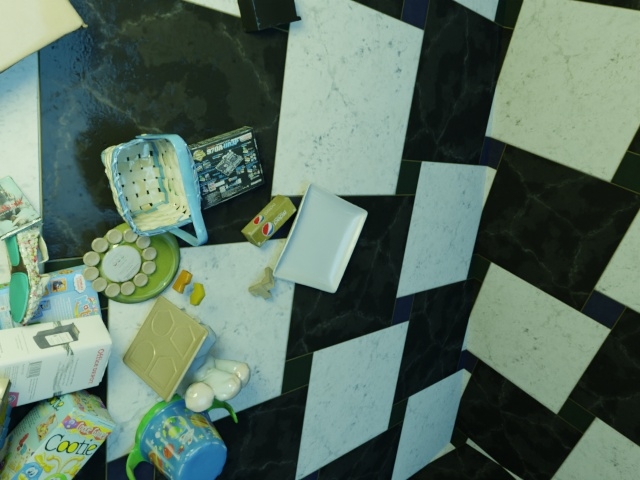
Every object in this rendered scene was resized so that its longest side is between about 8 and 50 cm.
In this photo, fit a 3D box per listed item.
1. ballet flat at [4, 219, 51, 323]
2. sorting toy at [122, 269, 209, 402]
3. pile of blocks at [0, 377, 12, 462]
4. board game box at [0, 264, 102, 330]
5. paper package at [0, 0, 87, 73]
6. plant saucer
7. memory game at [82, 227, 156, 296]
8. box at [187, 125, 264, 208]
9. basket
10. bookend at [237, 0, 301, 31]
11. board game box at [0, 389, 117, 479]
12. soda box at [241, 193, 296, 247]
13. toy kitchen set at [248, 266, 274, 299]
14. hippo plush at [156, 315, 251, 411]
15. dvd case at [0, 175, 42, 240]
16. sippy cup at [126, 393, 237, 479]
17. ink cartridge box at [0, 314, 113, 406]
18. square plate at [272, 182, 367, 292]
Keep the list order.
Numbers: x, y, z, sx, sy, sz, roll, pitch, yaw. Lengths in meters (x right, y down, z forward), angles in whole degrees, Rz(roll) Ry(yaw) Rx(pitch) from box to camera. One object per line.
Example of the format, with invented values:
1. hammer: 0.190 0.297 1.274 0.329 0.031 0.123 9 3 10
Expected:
1. ballet flat: -0.641 0.061 0.992 0.077 0.091 0.240 -8 96 -59
2. sorting toy: -0.396 0.248 1.221 0.307 0.229 0.041 -60 148 -4
3. pile of blocks: -0.733 0.440 0.928 0.113 0.149 0.361 13 95 -19
4. board game box: -0.653 0.158 1.080 0.212 0.039 0.160 -15 116 -38
5. paper package: -0.650 -0.440 0.756 0.309 0.168 0.324 -47 133 -21
6. plant saucer: -0.484 0.065 1.208 0.241 0.037 0.240 -18 118 -38
7. memory game: -0.508 0.057 1.144 0.186 0.012 0.186 -18 117 -40
8. box: -0.276 -0.211 1.287 0.220 0.051 0.175 -30 125 -32
9. basket: -0.375 -0.133 1.051 0.201 0.289 0.254 -25 123 -36
10. bookend: -0.146 -0.666 1.218 0.156 0.072 0.157 -32 125 -32
11. board game box: -0.682 0.521 1.121 0.275 0.144 0.142 -51 134 -15
12. soda box: -0.165 -0.065 1.447 0.181 0.058 0.061 -48 133 -20
13. toy kitchen set: -0.192 0.150 1.528 0.083 0.075 0.068 -25 130 14
14. hippo plush: -0.352 0.343 1.336 0.234 0.294 0.236 -15 93 -41
15. dvd case: -0.665 -0.070 0.947 0.087 0.013 0.119 -36 91 -28
16. sippy cup: -0.409 0.627 1.369 0.240 0.224 0.305 41 76 -45
17. ink cartridge box: -0.641 0.284 1.056 0.237 0.100 0.171 -4 132 -46
18. square plate: 0.000 0.000 1.640 0.344 0.049 0.347 22 90 -46
